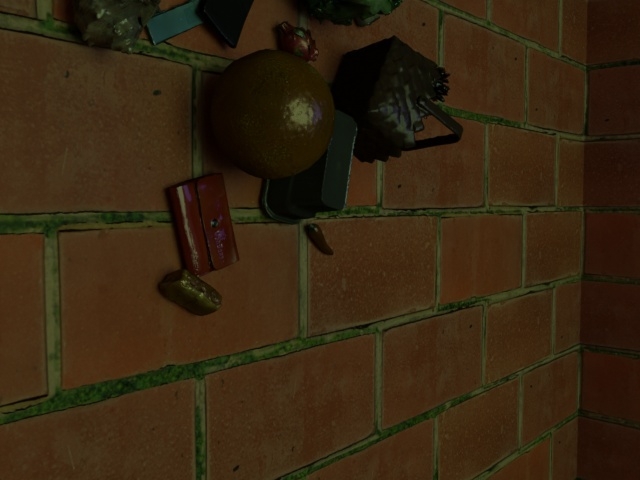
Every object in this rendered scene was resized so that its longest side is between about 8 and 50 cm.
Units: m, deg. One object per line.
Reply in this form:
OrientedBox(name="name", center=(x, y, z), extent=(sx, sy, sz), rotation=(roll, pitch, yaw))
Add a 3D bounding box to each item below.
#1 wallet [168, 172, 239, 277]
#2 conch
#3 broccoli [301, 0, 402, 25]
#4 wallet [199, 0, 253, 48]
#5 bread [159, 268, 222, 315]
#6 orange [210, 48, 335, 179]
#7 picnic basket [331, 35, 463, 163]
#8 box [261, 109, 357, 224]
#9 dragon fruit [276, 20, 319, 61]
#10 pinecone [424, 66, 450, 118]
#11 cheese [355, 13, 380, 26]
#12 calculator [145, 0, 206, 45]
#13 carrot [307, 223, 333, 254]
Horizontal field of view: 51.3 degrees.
OrientedBox(name="wallet", center=(-0.246, -0.033, 1.426), extent=(0.142, 0.045, 0.205), rotation=(-25, 111, -46))
OrientedBox(name="conch", center=(-0.375, -0.459, 1.210), extent=(0.178, 0.162, 0.245), rotation=(-41, 109, -78))
OrientedBox(name="broccoli", center=(0.072, -0.630, 1.598), extent=(0.294, 0.245, 0.265), rotation=(-19, 140, -40))
OrientedBox(name="wallet", center=(-0.190, -0.553, 1.463), extent=(0.124, 0.025, 0.244), rotation=(41, 56, -47))
OrientedBox(name="bread", center=(-0.268, 0.111, 1.389), extent=(0.132, 0.074, 0.053), rotation=(46, 40, -41))
OrientedBox(name="orange", center=(-0.101, -0.267, 1.413), extent=(0.274, 0.274, 0.274), rotation=(-4, 95, -49))
OrientedBox(name="picnic basket", center=(0.195, -0.343, 1.759), extent=(0.321, 0.254, 0.291), rotation=(31, 70, -31))
OrientedBox(name="box", center=(-0.025, -0.177, 1.573), extent=(0.138, 0.178, 0.274), rotation=(13, 82, -48))
OrientedBox(name="dragon fruit", center=(-0.057, -0.475, 1.595), extent=(0.081, 0.086, 0.116), rotation=(-40, 121, 5))
OrientedBox(name="pinecone", center=(0.293, -0.434, 1.950), extent=(0.163, 0.163, 0.165), rotation=(7, 105, -49))
OrientedBox(name="cheese", center=(0.109, -0.683, 1.804), extent=(0.097, 0.037, 0.192), rotation=(-43, 124, -40))
OrientedBox(name="calculator", center=(-0.291, -0.455, 1.368), extent=(0.172, 0.018, 0.057), rotation=(-43, 123, -39))
OrientedBox(name="carrot", center=(0.000, 0.000, 1.725), extent=(0.035, 0.035, 0.142), rotation=(-62, 140, -27))
